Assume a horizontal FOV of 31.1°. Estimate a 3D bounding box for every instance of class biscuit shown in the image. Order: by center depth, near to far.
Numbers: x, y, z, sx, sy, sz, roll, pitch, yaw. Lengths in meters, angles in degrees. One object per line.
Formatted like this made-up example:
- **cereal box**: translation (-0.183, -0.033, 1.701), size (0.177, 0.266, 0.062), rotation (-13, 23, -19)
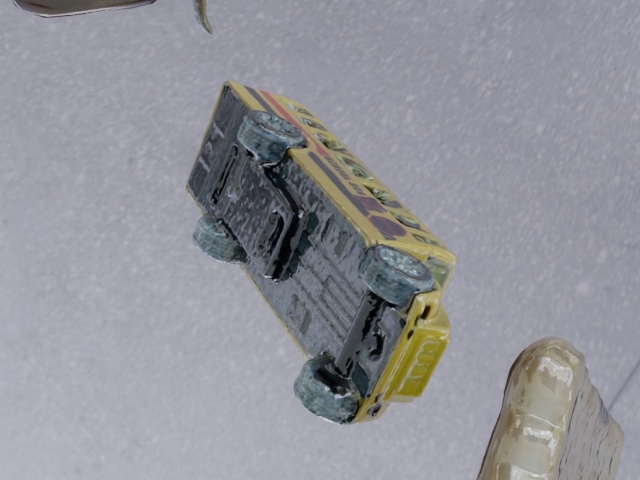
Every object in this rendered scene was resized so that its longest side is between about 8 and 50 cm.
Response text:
- **biscuit**: translation (0.118, 0.181, 0.633), size (0.044, 0.325, 0.217), rotation (13, 80, 22)

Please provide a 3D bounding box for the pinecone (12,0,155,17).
- **pinecone**: translation (-0.126, -0.253, 0.331), size (0.397, 0.398, 0.398), rotation (9, 116, 18)

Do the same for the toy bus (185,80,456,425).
- **toy bus**: translation (0.000, 0.000, 0.878), size (0.335, 0.123, 0.121), rotation (50, 121, 48)

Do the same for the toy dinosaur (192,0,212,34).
- **toy dinosaur**: translation (-0.107, -0.288, 0.853), size (0.072, 0.251, 0.200), rotation (16, 86, 6)
